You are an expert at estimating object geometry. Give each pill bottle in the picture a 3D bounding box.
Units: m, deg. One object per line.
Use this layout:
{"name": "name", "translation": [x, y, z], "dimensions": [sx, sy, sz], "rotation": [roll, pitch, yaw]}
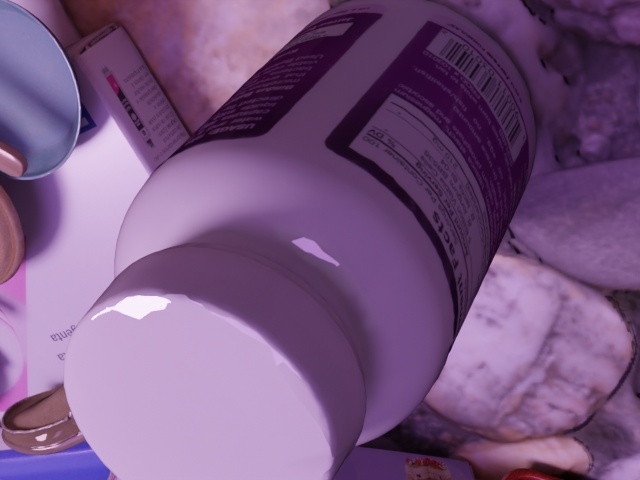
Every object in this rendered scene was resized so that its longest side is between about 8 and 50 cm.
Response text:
{"name": "pill bottle", "translation": [0.000, 0.000, 0.599], "dimensions": [0.169, 0.301, 0.169], "rotation": [12, 124, 18]}

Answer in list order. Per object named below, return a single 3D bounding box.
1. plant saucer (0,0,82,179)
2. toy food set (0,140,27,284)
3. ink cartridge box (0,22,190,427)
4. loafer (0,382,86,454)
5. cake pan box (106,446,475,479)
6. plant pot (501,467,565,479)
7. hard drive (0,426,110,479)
{"name": "plant saucer", "translation": [-0.193, -0.096, 0.725], "dimensions": [0.119, 0.021, 0.119], "rotation": [12, 119, 22]}
{"name": "toy food set", "translation": [-0.249, -0.025, 0.776], "dimensions": [0.132, 0.038, 0.192], "rotation": [31, 132, 2]}
{"name": "ink cartridge box", "translation": [-0.189, 0.048, 0.865], "dimensions": [0.324, 0.071, 0.330], "rotation": [-20, 109, 32]}
{"name": "loafer", "translation": [-0.166, 0.110, 0.822], "dimensions": [0.148, 0.056, 0.050], "rotation": [-16, 116, 20]}
{"name": "cake pan box", "translation": [-0.047, 0.244, 0.855], "dimensions": [0.267, 0.070, 0.245], "rotation": [9, 127, -14]}
{"name": "plant pot", "translation": [0.207, 0.357, 0.775], "dimensions": [0.267, 0.267, 0.235], "rotation": [15, 137, 15]}
{"name": "hard drive", "translation": [-0.208, 0.221, 0.956], "dimensions": [0.319, 0.040, 0.210], "rotation": [-11, 135, 28]}
